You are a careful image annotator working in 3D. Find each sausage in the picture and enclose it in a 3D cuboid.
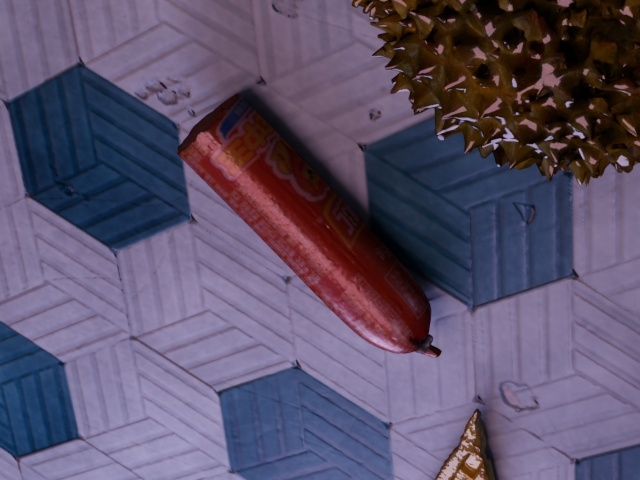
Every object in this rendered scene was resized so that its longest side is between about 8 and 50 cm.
[{"bbox_3d":[0.000,0.000,1.468,0.274,0.074,0.074,47,133,-8],"label":"sausage"}]

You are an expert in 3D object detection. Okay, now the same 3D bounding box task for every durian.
[{"bbox_3d":[0.143,-0.172,1.153,0.293,0.258,0.258,48,134,6],"label":"durian"}]

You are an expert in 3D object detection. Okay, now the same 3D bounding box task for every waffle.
[{"bbox_3d":[0.153,0.234,1.581,0.125,0.032,0.191,34,135,6],"label":"waffle"}]
